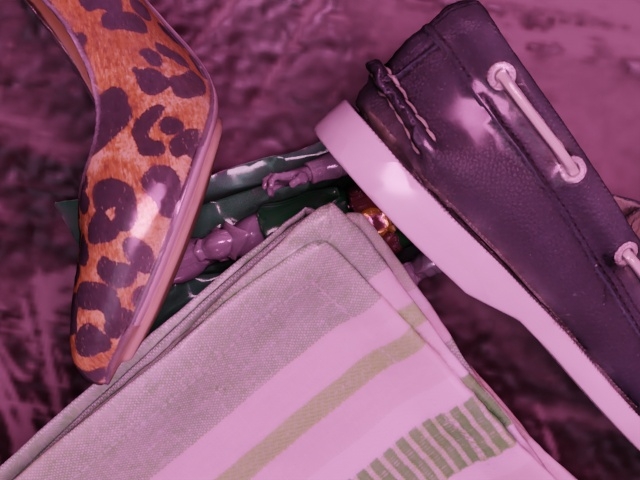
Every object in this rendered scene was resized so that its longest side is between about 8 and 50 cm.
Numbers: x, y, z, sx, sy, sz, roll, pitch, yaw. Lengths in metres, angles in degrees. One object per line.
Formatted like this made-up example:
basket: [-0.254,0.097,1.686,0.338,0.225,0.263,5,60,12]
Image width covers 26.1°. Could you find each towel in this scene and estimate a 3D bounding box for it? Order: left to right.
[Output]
towel: [0.013,0.168,0.671,0.248,0.038,0.325,-41,113,1]

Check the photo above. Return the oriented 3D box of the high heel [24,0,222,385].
high heel: [-0.132,-0.077,0.607,0.186,0.093,0.261,14,71,-7]

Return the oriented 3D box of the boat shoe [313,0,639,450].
boat shoe: [0.130,0.017,0.621,0.091,0.114,0.302,-45,122,9]

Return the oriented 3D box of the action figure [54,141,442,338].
action figure: [0.000,0.000,0.675,0.232,0.063,0.137,-24,99,3]
